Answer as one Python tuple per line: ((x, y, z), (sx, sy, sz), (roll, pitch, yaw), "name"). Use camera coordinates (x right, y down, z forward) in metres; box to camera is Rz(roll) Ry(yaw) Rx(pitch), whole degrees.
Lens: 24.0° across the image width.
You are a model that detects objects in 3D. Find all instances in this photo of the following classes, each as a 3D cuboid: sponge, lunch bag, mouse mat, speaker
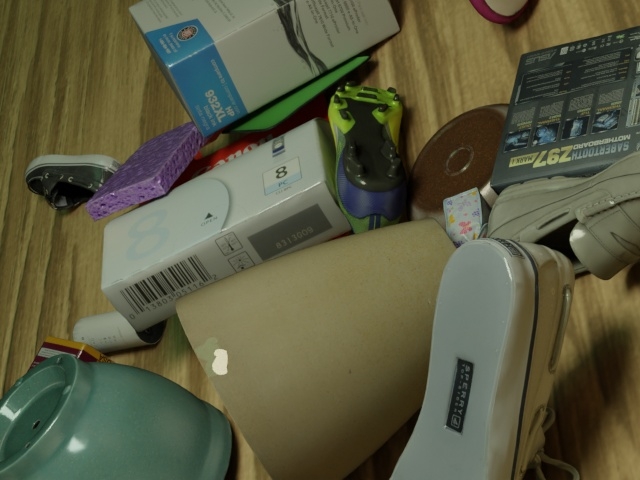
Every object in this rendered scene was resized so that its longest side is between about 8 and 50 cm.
((-0.224, -0.097, 2.007), (0.117, 0.031, 0.210), (-21, 19, 25), "sponge")
((0.169, -0.001, 1.610), (0.053, 0.071, 0.083), (-19, 47, 22), "lunch bag")
((-0.033, -0.194, 2.013), (0.190, 0.007, 0.153), (-36, 18, -22), "mouse mat")
((-0.273, 0.121, 2.033), (0.136, 0.055, 0.055), (-14, 49, 43), "speaker")

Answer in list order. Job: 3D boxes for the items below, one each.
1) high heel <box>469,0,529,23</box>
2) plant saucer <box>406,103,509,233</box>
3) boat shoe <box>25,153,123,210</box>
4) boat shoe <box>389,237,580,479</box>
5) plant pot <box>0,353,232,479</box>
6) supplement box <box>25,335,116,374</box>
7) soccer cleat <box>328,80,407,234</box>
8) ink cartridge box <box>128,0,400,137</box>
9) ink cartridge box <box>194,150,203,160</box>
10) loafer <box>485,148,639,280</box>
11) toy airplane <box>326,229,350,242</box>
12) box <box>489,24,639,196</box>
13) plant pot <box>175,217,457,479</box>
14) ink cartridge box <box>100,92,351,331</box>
((0.193, -0.383, 1.956), (0.181, 0.127, 0.377), (122, 156, -49), "high heel")
((0.168, -0.083, 1.726), (0.199, 0.036, 0.198), (-29, 40, 28), "plant saucer")
((-0.394, -0.083, 2.358), (0.229, 0.080, 0.076), (0, 57, 41), "boat shoe")
((0.167, 0.177, 1.400), (0.136, 0.156, 0.367), (19, 102, 50), "boat shoe")
((-0.276, 0.255, 1.744), (0.293, 0.196, 0.293), (-36, 28, 22), "plant pot")
((-0.355, 0.230, 2.003), (0.104, 0.081, 0.188), (4, 62, 51), "supplement box")
((0.054, -0.099, 1.827), (0.289, 0.093, 0.121), (-91, 5, -59), "soccer cleat")
((-0.078, -0.302, 2.056), (0.307, 0.129, 0.223), (-29, 34, -4), "ink cartridge box")
((-0.226, -0.024, 2.118), (0.189, 0.066, 0.232), (-43, 38, 11), "ink cartridge box")
((0.289, -0.014, 1.461), (0.319, 0.112, 0.111), (-17, 51, 51), "loafer")
((0.000, 0.000, 1.850), (0.151, 0.028, 0.151), (-31, 38, 27), "toy airplane")
((0.302, -0.133, 1.580), (0.233, 0.059, 0.183), (-11, 50, 39), "box")
((0.031, 0.098, 1.558), (0.274, 0.256, 0.256), (-32, 35, 0), "plant pot")
((-0.129, -0.084, 1.949), (0.308, 0.091, 0.385), (-27, 35, 12), "ink cartridge box")
